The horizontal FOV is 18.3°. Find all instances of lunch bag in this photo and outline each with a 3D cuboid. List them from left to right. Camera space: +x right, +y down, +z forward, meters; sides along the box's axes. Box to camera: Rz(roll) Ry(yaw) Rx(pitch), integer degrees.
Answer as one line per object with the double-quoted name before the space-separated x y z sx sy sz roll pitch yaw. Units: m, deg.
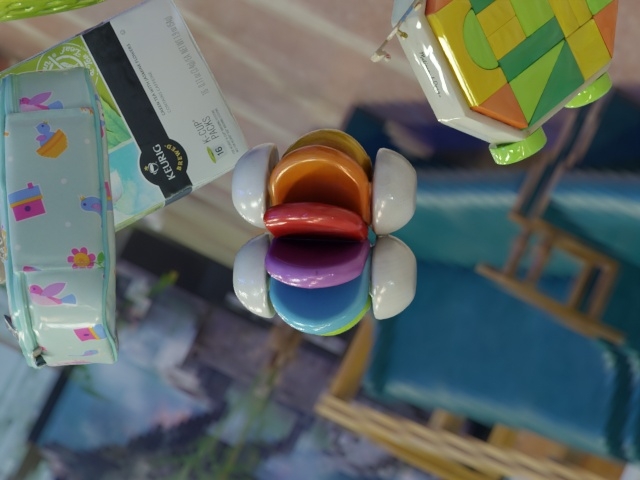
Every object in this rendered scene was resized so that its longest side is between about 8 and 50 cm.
"lunch bag" -0.256 -0.012 1.926 0.108 0.279 0.224 -3 165 -7

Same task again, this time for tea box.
"tea box" -0.280 -0.113 2.338 0.220 0.324 0.329 62 174 -3

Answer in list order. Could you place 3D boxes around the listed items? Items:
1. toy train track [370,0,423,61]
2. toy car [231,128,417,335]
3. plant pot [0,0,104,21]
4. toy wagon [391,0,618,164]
"toy train track" 0.067 -0.173 1.637 0.014 0.083 0.048 38 143 -4
"toy car" 0.000 0.000 1.697 0.159 0.182 0.136 2 -167 7
"plant pot" -0.283 -0.330 1.923 0.228 0.227 0.207 -13 -170 -40
"toy wagon" 0.207 -0.250 1.964 0.068 0.344 0.267 -7 115 50
